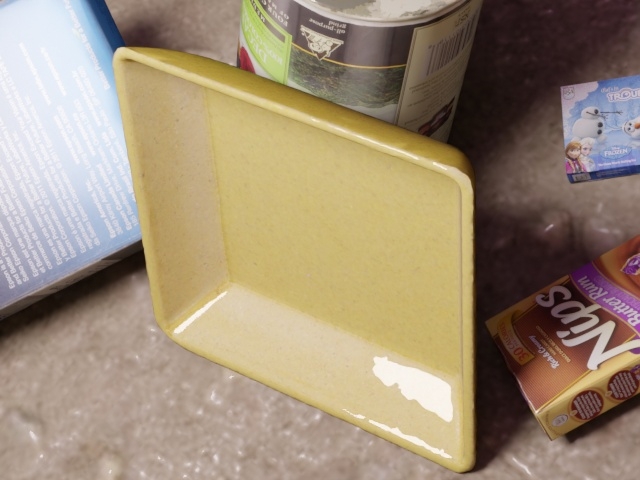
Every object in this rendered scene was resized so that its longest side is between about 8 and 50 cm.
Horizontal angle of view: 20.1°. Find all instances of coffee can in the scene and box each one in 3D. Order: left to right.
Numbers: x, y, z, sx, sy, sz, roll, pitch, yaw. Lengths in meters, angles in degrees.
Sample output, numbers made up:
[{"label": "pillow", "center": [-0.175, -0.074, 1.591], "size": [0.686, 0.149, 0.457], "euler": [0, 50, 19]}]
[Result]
[{"label": "coffee can", "center": [0.030, -0.177, 1.518], "size": [0.201, 0.275, 0.201], "euler": [3, 57, -4]}]

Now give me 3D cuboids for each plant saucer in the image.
[{"label": "plant saucer", "center": [0.000, 0.000, 1.480], "size": [0.332, 0.333, 0.081], "euler": [22, 49, 26]}]

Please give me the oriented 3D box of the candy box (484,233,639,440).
[{"label": "candy box", "center": [0.242, 0.071, 1.479], "size": [0.186, 0.053, 0.109], "euler": [-31, 48, 4]}]

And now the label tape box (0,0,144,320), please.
[{"label": "label tape box", "center": [-0.315, -0.058, 1.653], "size": [0.347, 0.115, 0.249], "euler": [-26, 88, 7]}]

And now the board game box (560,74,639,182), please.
[{"label": "board game box", "center": [0.259, -0.100, 1.582], "size": [0.090, 0.020, 0.090], "euler": [-8, 62, 15]}]
